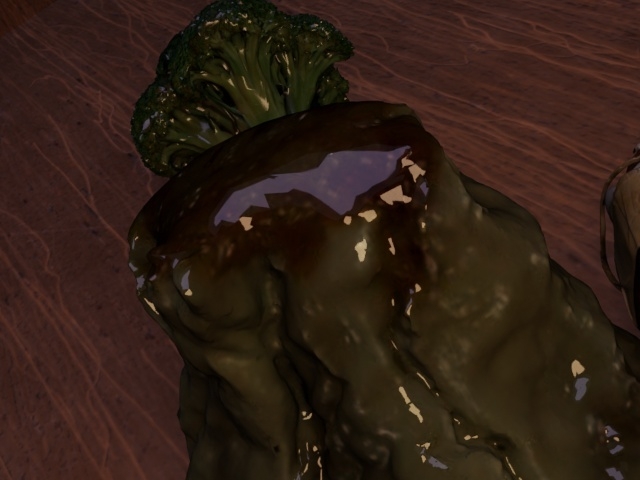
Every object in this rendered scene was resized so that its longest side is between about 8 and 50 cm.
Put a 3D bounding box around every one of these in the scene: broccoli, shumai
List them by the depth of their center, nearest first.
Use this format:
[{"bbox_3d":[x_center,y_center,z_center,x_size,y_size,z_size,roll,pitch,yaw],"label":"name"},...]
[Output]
[{"bbox_3d":[0.029,0.078,0.840,0.324,0.323,0.397,-44,34,-25],"label":"shumai"},{"bbox_3d":[-0.061,-0.119,1.324,0.254,0.269,0.269,-36,30,1],"label":"broccoli"}]

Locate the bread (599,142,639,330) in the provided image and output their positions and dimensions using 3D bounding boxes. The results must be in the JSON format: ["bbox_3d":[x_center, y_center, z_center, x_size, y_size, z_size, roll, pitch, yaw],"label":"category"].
[{"bbox_3d":[0.311,-0.005,0.897,0.224,0.142,0.212,3,28,18],"label":"bread"}]
